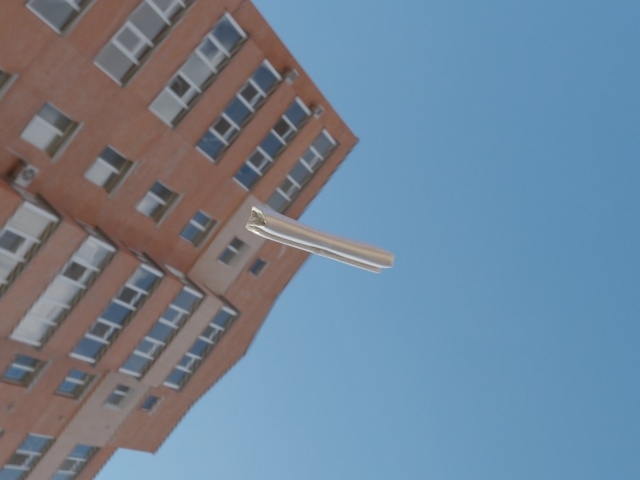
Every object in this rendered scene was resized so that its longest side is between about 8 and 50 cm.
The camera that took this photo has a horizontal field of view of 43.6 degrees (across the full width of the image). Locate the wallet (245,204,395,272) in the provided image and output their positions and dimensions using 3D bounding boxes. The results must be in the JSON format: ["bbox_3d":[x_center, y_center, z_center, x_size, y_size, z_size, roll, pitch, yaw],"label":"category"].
[{"bbox_3d":[0.000,0.000,0.685,0.122,0.061,0.025,19,-92,-18],"label":"wallet"}]
